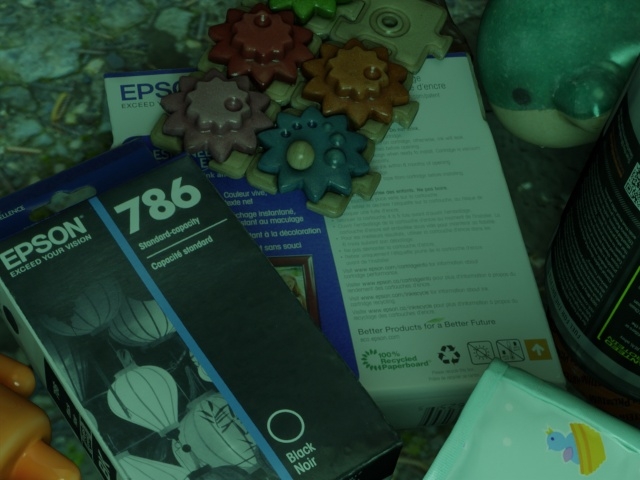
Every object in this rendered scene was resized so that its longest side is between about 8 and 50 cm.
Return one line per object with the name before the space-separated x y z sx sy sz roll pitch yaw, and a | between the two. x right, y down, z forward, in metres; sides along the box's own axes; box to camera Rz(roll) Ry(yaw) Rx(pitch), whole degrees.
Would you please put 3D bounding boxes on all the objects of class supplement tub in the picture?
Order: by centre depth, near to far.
supplement tub | 0.268 -0.011 0.967 0.193 0.316 0.193 5 55 -7

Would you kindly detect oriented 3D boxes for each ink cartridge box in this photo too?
ink cartridge box | -0.107 0.057 0.938 0.165 0.065 0.333 -28 62 -23
ink cartridge box | 0.000 0.000 1.068 0.303 0.072 0.307 -4 55 -11

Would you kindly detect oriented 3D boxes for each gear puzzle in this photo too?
gear puzzle | 0.013 -0.173 1.121 0.175 0.044 0.339 23 56 8

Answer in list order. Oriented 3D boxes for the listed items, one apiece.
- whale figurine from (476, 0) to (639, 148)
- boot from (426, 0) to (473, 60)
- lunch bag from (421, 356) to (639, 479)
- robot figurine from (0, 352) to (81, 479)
whale figurine | 0.243 -0.167 1.088 0.272 0.141 0.216 -2 33 43
boot | 0.069 -0.194 1.225 0.106 0.037 0.114 -6 60 -29
lunch bag | 0.134 0.223 0.822 0.223 0.160 0.262 30 101 12
robot figurine | -0.260 0.129 0.901 0.219 0.128 0.158 29 79 9
